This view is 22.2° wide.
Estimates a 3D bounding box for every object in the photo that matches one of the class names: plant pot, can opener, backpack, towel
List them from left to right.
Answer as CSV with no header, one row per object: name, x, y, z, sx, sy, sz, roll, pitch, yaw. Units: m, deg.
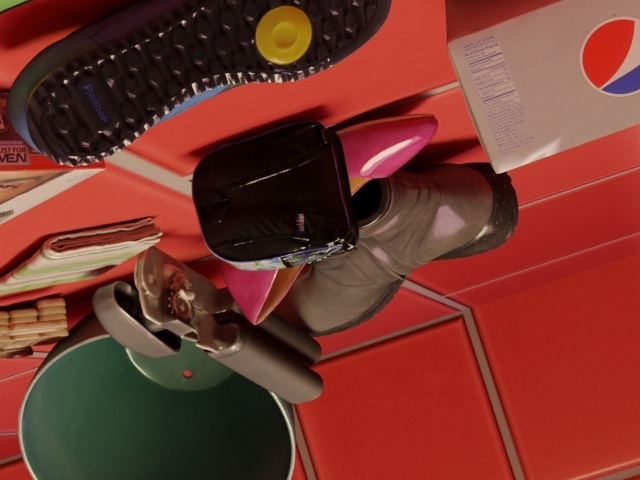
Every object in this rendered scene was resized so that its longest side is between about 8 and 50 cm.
towel,-0.220,0.015,1.435,0.113,0.023,0.152,-9,170,-34
plant pot,-0.163,0.161,1.771,0.290,0.290,0.195,-20,-152,17
can opener,-0.106,0.089,1.560,0.095,0.076,0.283,-19,148,25
backpack,-0.033,-0.028,1.231,0.114,0.105,0.084,-13,171,8

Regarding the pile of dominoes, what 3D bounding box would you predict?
pile of dominoes,-0.381,0.093,1.615,0.251,0.040,0.196,-4,169,-26

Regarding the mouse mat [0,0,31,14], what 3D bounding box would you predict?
mouse mat,-0.238,-0.093,0.748,0.189,0.007,0.152,-22,170,20

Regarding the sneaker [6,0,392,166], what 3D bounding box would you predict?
sneaker,-0.067,-0.107,0.855,0.209,0.069,0.082,-24,-154,-9

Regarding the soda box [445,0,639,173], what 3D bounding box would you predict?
soda box,0.220,-0.140,0.961,0.286,0.091,0.098,-19,-159,12

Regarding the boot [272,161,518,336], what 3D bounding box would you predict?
boot,0.000,0.000,1.546,0.222,0.118,0.338,1,154,-44

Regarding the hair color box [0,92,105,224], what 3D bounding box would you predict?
hair color box,-0.221,-0.036,0.985,0.167,0.053,0.093,-25,167,37

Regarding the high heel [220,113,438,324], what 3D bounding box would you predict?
high heel,0.009,-0.018,1.326,0.244,0.117,0.082,-22,170,32
